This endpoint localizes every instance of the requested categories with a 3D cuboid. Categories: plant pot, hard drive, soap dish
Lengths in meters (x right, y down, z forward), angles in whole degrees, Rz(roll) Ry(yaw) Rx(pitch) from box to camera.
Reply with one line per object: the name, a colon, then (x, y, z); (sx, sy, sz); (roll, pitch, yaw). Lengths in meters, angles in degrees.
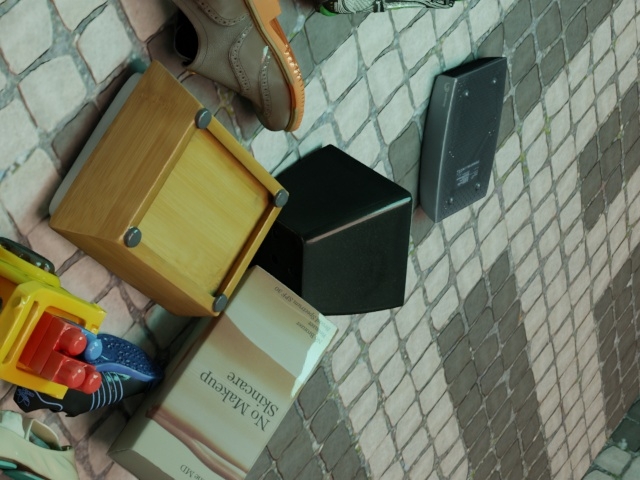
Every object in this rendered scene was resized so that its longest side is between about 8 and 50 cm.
plant pot: (0.000, 0.000, 1.833); (0.167, 0.188, 0.187); (-19, 128, -33)
hard drive: (0.231, -0.170, 2.156); (0.172, 0.054, 0.255); (-27, 132, -45)
soap dish: (-0.171, -0.047, 1.594); (0.229, 0.118, 0.291); (-59, 146, -9)

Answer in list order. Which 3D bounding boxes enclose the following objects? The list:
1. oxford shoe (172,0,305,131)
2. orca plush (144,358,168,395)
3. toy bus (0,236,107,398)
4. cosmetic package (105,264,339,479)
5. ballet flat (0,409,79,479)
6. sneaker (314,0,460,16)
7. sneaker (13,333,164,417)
oxford shoe: (-0.109, -0.240, 1.591); (0.132, 0.130, 0.364); (-24, 147, -2)
orca plush: (-0.178, 0.208, 1.819); (0.151, 0.102, 0.287); (33, 67, -13)
toy bus: (-0.328, 0.086, 1.370); (0.149, 0.211, 0.220); (-62, 146, -3)
cosmetic package: (-0.125, 0.197, 1.714); (0.296, 0.153, 0.129); (-58, -168, -24)
ballet flat: (-0.366, 0.242, 1.556); (0.086, 0.086, 0.248); (-59, 149, -10)
sneaker: (0.117, -0.372, 1.770); (0.343, 0.146, 0.134); (-26, 131, -44)
sneaker: (-0.286, 0.171, 1.622); (0.090, 0.081, 0.232); (-50, 154, 12)
